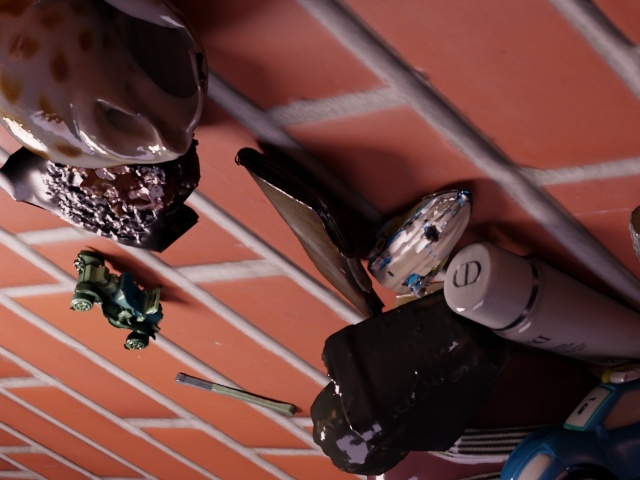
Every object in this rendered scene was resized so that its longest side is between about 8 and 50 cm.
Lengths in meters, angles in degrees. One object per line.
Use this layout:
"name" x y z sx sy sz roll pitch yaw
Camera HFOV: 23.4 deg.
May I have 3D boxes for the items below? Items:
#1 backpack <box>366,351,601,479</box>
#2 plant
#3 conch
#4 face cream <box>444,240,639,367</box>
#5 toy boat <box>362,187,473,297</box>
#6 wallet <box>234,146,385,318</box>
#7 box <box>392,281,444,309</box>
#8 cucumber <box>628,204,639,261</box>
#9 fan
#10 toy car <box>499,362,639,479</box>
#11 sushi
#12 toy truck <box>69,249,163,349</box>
"backpack" 0.202 0.260 1.844 0.317 0.283 0.197 -5 180 21
"plant" 0.092 0.154 1.694 0.164 0.142 0.256 14 131 -46
"conch" -0.215 -0.160 1.394 0.275 0.183 0.149 34 -176 8
"face cream" 0.269 0.084 1.645 0.314 0.089 0.143 21 159 -33
"toy boat" 0.109 -0.004 1.589 0.084 0.066 0.210 35 148 -4
"wallet" 0.000 0.000 1.653 0.137 0.031 0.255 39 170 33
"box" 0.137 0.083 1.782 0.079 0.035 0.083 35 152 -32
"cucumber" 0.323 0.007 1.441 0.064 0.064 0.112 5 153 30
"fan" -0.130 0.237 2.352 0.193 0.016 0.038 15 158 9
"toy car" 0.331 0.218 1.660 0.314 0.166 0.198 -14 177 1
"sushi" -0.200 -0.089 1.544 0.172 0.153 0.150 39 140 10
"toy truck" -0.260 0.074 2.034 0.078 0.080 0.154 -22 138 27
